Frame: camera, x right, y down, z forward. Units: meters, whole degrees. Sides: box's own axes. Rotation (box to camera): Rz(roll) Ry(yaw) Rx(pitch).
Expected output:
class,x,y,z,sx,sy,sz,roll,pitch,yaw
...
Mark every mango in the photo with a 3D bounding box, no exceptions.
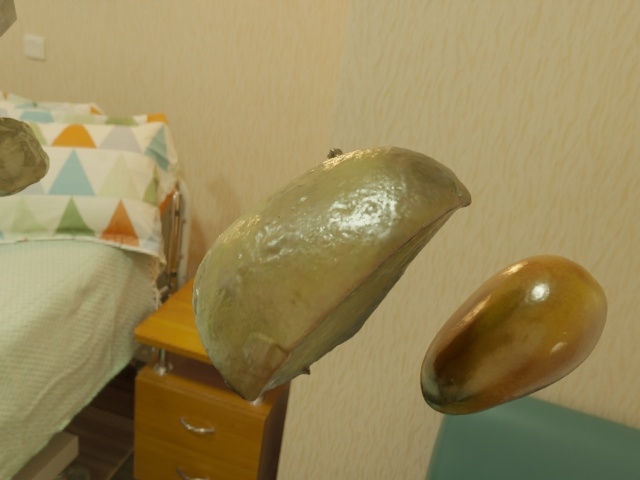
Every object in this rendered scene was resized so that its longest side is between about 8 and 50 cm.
class,x,y,z,sx,sy,sz,roll,pitch,yaw
mango,0.204,0.105,0.645,0.120,0.221,0.151,49,25,2

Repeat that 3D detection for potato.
class,x,y,z,sx,sy,sz,roll,pitch,yaw
potato,-0.019,-0.006,0.611,0.189,0.264,0.211,-13,57,-51

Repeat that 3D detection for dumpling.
class,x,y,z,sx,sy,sz,roll,pitch,yaw
dumpling,-0.581,-0.157,1.038,0.250,0.162,0.132,3,36,25

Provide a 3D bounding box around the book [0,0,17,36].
class,x,y,z,sx,sy,sz,roll,pitch,yaw
book,-0.548,-0.309,0.913,0.025,0.191,0.269,44,-11,-25
